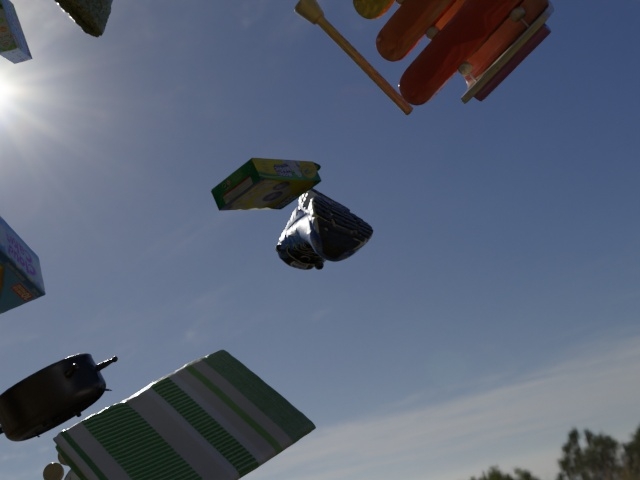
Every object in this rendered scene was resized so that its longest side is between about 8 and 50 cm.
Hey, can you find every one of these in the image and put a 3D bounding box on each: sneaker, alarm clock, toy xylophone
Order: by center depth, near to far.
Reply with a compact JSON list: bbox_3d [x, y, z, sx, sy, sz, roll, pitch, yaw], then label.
[{"bbox_3d":[0.087,-0.268,0.808,0.081,0.322,0.236,-21,-29,-56],"label":"toy xylophone"},{"bbox_3d":[-0.344,0.204,0.952,0.192,0.064,0.129,-30,-8,9],"label":"alarm clock"},{"bbox_3d":[0.000,0.000,1.440,0.129,0.147,0.330,28,6,-10],"label":"sneaker"}]

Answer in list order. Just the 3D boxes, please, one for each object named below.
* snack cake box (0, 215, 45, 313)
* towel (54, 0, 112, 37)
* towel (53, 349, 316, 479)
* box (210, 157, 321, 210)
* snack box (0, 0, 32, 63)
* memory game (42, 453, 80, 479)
[{"bbox_3d":[-0.549,0.014,1.162,0.152,0.089,0.264,-25,-37,-2],"label":"snack cake box"},{"bbox_3d":[-0.259,-0.290,0.792,0.027,0.110,0.148,-12,-40,25],"label":"towel"},{"bbox_3d":[-0.209,0.303,1.207,0.324,0.248,0.038,-26,-46,-38],"label":"towel"},{"bbox_3d":[-0.079,-0.089,1.260,0.105,0.043,0.179,-33,-15,33],"label":"box"},{"bbox_3d":[-0.523,-0.354,1.292,0.037,0.100,0.141,-19,8,-8],"label":"snack box"},{"bbox_3d":[-0.399,0.432,1.355,0.186,0.186,0.012,-12,-23,-4],"label":"memory game"}]
